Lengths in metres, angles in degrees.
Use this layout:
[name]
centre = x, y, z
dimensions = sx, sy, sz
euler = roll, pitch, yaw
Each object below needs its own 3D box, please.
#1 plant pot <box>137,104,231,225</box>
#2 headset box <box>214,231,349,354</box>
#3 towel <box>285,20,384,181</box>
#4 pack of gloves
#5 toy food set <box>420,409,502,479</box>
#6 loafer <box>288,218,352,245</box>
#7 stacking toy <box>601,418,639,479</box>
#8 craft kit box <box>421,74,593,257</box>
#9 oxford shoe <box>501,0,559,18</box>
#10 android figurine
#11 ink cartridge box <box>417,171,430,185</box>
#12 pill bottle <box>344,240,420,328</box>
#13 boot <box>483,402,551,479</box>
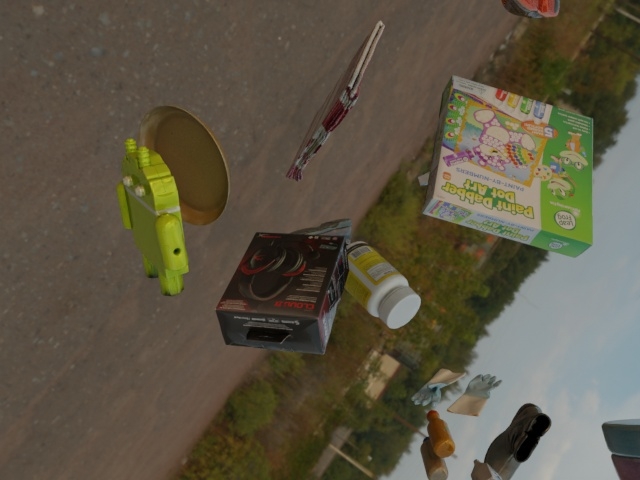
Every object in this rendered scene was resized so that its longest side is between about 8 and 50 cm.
[plant pot]
centre = -0.252, -0.141, 1.094
dimensions = 0.032, 0.236, 0.236
euler = -36, 159, -47
[headset box]
centre = -0.074, 0.113, 1.236
dimensions = 0.293, 0.218, 0.110
euler = -68, 156, -49
[towel]
centre = 0.033, -0.295, 1.278
dimensions = 0.329, 0.037, 0.237
euler = -47, -162, 54
[pack of gloves]
centre = 0.358, 0.380, 1.531
dimensions = 0.232, 0.195, 0.046
euler = -21, 104, -54
[toy food set]
centre = 0.262, 0.436, 1.091
dimensions = 0.111, 0.232, 0.104
euler = -44, -166, 12
[loafer]
centre = 0.000, 0.000, 1.636
dimensions = 0.268, 0.096, 0.084
euler = -18, 101, -45
[stacking toy]
centre = 0.416, 0.176, 0.484
dimensions = 0.309, 0.280, 0.130
euler = 114, -25, -73
[craft kit box]
centre = 0.299, -0.120, 0.910
dimensions = 0.061, 0.250, 0.246
euler = 113, -8, -65
[oxford shoe]
centre = 0.438, -0.545, 1.293
dimensions = 0.271, 0.098, 0.096
euler = 0, 92, -49
[android figurine]
centre = -0.298, -0.042, 1.024
dimensions = 0.056, 0.248, 0.272
euler = -19, 123, -29
[ink cartridge box]
centre = 0.321, -0.179, 1.656
dimensions = 0.048, 0.028, 0.083
euler = -20, 175, 42
[pill bottle]
centre = 0.131, 0.105, 1.373
dimensions = 0.119, 0.208, 0.119
euler = -24, 137, -24
[boot]
centre = 0.480, 0.517, 1.439
dimensions = 0.246, 0.083, 0.161
euler = -61, 165, 4
